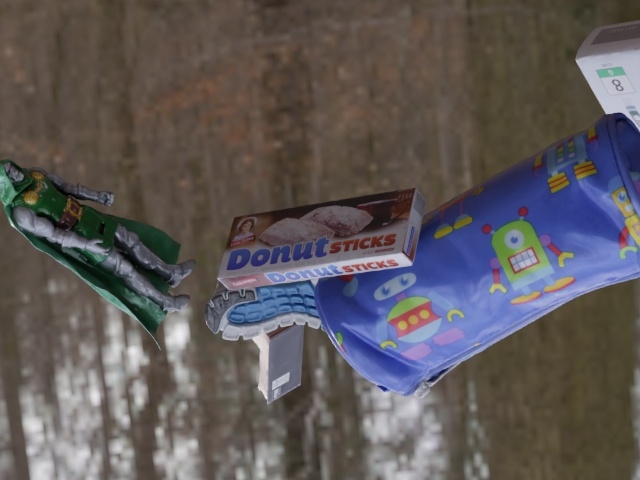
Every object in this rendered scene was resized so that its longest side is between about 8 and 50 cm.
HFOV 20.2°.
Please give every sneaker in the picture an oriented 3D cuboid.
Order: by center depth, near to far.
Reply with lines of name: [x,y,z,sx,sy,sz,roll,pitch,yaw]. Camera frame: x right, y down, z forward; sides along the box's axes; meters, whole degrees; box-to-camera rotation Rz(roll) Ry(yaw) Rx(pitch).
sneaker: [-0.018,0.046,1.769,0.190,0.071,0.083,-2,-150,2]

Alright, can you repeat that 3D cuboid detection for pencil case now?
pencil case: [0.143,0.020,1.444,0.306,0.133,0.119,-30,173,23]

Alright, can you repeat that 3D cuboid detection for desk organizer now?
desk organizer: [-0.052,0.117,1.961,0.047,0.130,0.050,-29,-120,-22]

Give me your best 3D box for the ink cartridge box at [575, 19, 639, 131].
ink cartridge box: [0.349,-0.098,1.564,0.181,0.225,0.056,-4,-142,46]

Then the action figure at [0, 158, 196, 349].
action figure: [-0.223,-0.008,1.711,0.063,0.232,0.137,-37,-147,32]

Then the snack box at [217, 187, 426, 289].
snack box: [0.000,0.000,1.459,0.178,0.064,0.022,-9,143,32]
